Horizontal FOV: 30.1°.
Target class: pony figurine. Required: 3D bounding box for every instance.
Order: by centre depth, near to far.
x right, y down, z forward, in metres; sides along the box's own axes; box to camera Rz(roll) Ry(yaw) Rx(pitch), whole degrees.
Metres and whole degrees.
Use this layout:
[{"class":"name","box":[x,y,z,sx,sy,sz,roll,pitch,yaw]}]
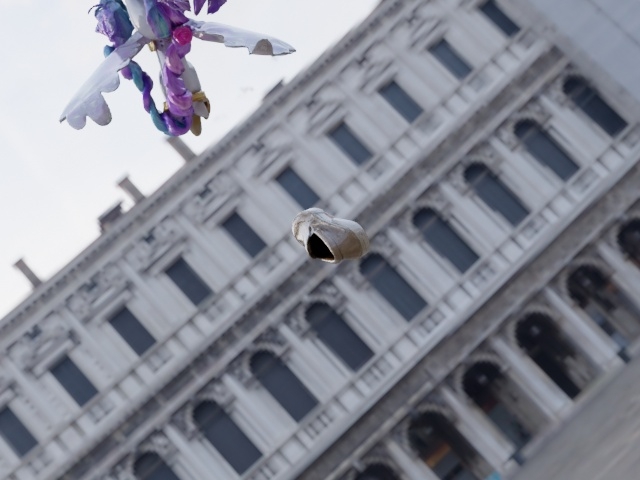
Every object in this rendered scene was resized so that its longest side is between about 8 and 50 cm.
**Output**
[{"class":"pony figurine","box":[-0.207,-0.295,1.549,0.302,0.364,0.351,-15,13,-3]}]

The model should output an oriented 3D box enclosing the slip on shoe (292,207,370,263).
[{"class":"slip on shoe","box":[0.000,0.000,1.240,0.041,0.051,0.135,-31,24,-23]}]
